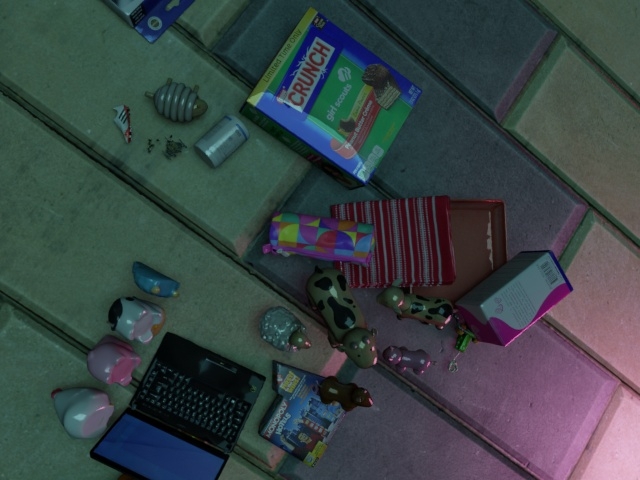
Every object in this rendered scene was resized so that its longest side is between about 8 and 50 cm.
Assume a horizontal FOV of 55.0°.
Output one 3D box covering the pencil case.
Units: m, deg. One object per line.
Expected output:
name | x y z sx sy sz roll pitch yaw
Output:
pencil case | 0.000 0.000 1.327 0.237 0.104 0.104 5 85 5

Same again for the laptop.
laptop | -0.267 0.337 1.199 0.235 0.136 0.264 25 75 2

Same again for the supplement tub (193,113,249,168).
supplement tub | -0.212 -0.214 1.323 0.107 0.071 0.071 -45 99 -14

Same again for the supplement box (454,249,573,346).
supplement box | 0.432 0.126 1.378 0.220 0.114 0.111 -34 98 -18

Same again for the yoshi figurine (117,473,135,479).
yoshi figurine | -0.483 0.613 1.164 0.362 0.204 0.202 -31 136 -30

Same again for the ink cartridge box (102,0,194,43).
ink cartridge box | -0.374 -0.575 1.309 0.224 0.045 0.223 40 76 -11

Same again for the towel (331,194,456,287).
towel | 0.158 0.006 1.365 0.275 0.031 0.198 -4 86 18

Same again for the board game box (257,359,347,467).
board game box | -0.047 0.357 1.342 0.194 0.060 0.194 36 78 -11

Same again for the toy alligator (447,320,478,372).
toy alligator | 0.349 0.227 1.478 0.056 0.051 0.189 29 89 -6

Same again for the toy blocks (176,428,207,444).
toy blocks | -0.306 0.446 1.261 0.148 0.054 0.123 -6 88 -17

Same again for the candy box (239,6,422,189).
candy box | 0.024 -0.310 1.374 0.317 0.122 0.268 33 78 -11

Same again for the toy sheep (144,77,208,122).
toy sheep | -0.303 -0.293 1.296 0.132 0.091 0.091 12 83 -2

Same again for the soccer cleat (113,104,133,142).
soccer cleat | -0.414 -0.243 1.287 0.036 0.029 0.083 -7 86 -8

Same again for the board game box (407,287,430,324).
board game box | 0.276 0.095 1.463 0.141 0.048 0.170 -24 94 -16

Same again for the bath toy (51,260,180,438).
bath toy | -0.407 0.214 1.210 0.129 0.151 0.348 24 81 25

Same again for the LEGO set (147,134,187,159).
LEGO set | -0.327 -0.200 1.316 0.083 0.023 0.054 18 79 -2

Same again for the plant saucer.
plant saucer | 0.313 0.034 1.429 0.259 0.048 0.258 -1 86 -18

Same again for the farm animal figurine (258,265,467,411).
farm animal figurine | 0.085 0.172 1.262 0.330 0.172 0.327 -43 76 -13
